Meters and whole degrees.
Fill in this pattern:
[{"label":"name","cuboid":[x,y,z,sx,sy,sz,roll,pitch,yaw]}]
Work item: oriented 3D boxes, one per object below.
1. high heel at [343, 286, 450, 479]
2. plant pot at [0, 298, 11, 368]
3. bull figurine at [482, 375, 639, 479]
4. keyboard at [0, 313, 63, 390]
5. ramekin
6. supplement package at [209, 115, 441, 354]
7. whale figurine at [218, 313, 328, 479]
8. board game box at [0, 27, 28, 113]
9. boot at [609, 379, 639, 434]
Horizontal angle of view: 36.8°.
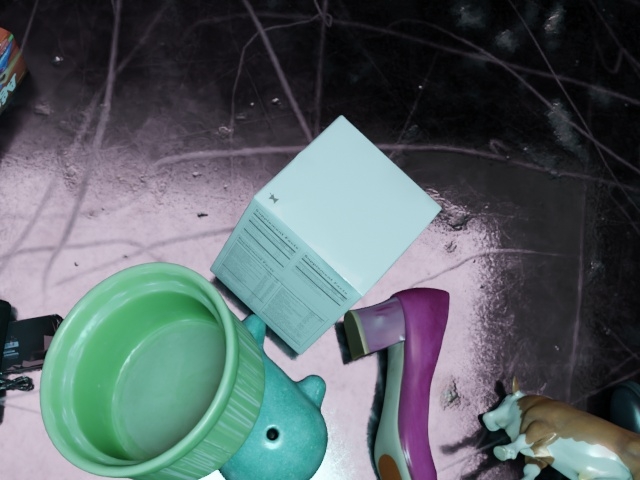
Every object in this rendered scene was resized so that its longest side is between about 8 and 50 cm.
[{"label":"high heel","cuboid":[0.167,0.261,1.470,0.181,0.127,0.377,-12,87,-21]},{"label":"plant pot","cuboid":[-0.566,0.154,1.348,0.187,0.167,0.188,4,75,3]},{"label":"bull figurine","cuboid":[0.362,0.308,1.407,0.310,0.101,0.188,14,33,33]},{"label":"keyboard","cuboid":[-0.474,0.178,1.448,0.180,0.023,0.108,-10,73,-9]},{"label":"ramekin","cuboid":[-0.226,0.197,1.354,0.303,0.148,0.304,-11,60,19]},{"label":"supplement package","cuboid":[0.000,0.000,1.401,0.198,0.263,0.199,43,59,2]},{"label":"whale figurine","cuboid":[-0.091,0.242,1.423,0.216,0.141,0.272,-16,79,-10]},{"label":"board game box","cuboid":[-0.535,-0.174,1.450,0.027,0.145,0.281,28,77,-2]},{"label":"boot","cuboid":[0.441,0.362,1.491,0.207,0.094,0.247,-15,87,-14]}]
